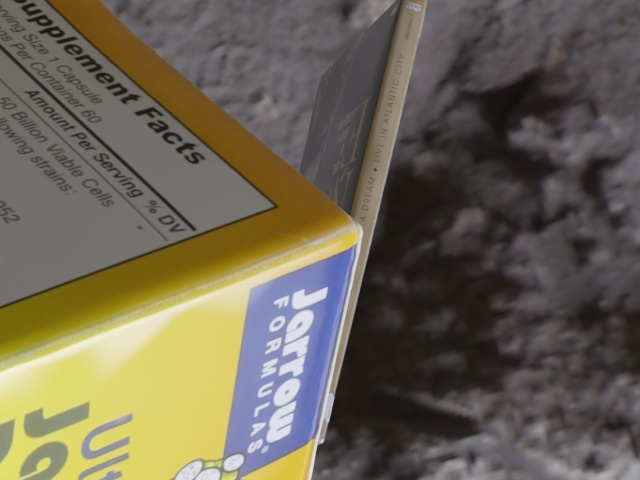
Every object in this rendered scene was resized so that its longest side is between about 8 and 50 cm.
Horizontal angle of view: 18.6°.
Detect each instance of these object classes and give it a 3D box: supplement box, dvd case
[{"bbox_3d":[-0.192,0.066,0.665,0.357,0.195,0.194,-21,48,-34],"label":"supplement box"},{"bbox_3d":[0.000,0.000,0.989,0.018,0.164,0.221,16,77,-11],"label":"dvd case"}]
